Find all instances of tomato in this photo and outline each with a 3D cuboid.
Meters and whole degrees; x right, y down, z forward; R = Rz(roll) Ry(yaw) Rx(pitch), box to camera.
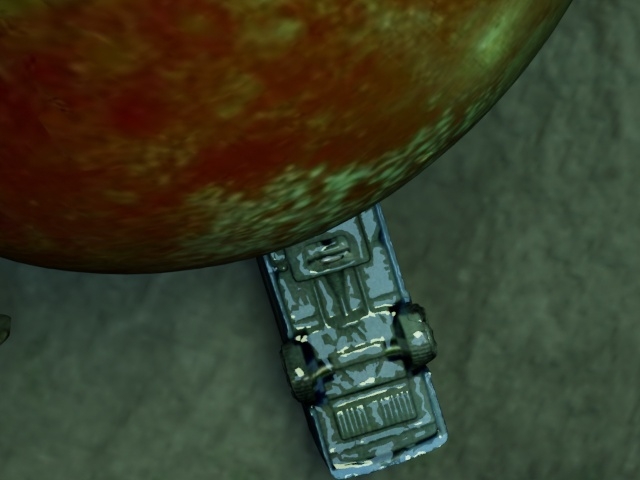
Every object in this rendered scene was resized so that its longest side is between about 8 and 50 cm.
[{"bbox_3d":[-0.038,-0.118,0.527,0.270,0.270,0.222,-55,142,6],"label":"tomato"}]

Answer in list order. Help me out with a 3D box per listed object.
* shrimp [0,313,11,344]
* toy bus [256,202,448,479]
[{"bbox_3d":[-0.226,0.013,0.630,0.251,0.052,0.144,-2,102,-8],"label":"shrimp"},{"bbox_3d":[0.000,0.000,0.660,0.051,0.061,0.153,-18,105,-3],"label":"toy bus"}]
